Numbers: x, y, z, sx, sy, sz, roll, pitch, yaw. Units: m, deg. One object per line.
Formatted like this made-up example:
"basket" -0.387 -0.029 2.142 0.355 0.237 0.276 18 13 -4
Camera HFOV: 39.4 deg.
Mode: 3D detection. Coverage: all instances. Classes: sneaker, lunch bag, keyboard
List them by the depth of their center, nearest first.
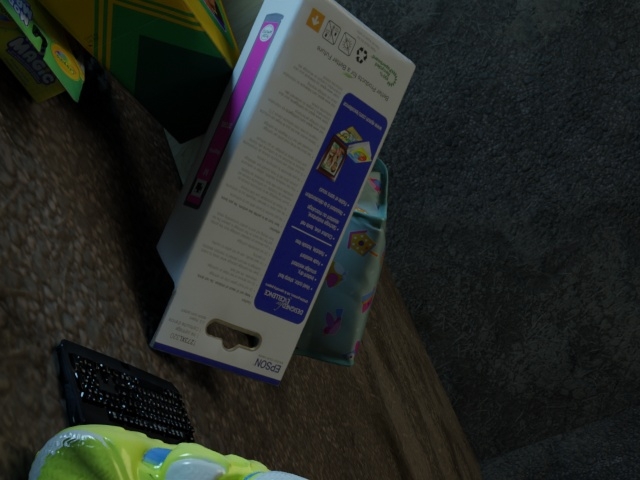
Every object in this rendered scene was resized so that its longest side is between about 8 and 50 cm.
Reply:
"sneaker" -0.060 0.177 0.573 0.126 0.240 0.091 100 14 -80
"keyboard" -0.135 0.137 0.703 0.192 0.038 0.100 45 25 -65
"lunch bag" 0.000 0.000 1.178 0.262 0.160 0.223 -85 -173 -64

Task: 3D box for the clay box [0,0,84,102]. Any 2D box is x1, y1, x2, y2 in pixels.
"clay box" -0.259 -0.219 0.775 0.127 0.053 0.222 60 12 -45

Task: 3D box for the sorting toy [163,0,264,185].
"sorting toy" -0.080 -0.214 1.095 0.089 0.257 0.255 1 66 -60

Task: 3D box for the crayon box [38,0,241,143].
"crayon box" -0.203 -0.318 0.861 0.313 0.106 0.362 48 19 -69

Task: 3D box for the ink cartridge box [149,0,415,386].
"ink cartridge box" -0.042 -0.051 0.889 0.069 0.370 0.176 17 -7 45
